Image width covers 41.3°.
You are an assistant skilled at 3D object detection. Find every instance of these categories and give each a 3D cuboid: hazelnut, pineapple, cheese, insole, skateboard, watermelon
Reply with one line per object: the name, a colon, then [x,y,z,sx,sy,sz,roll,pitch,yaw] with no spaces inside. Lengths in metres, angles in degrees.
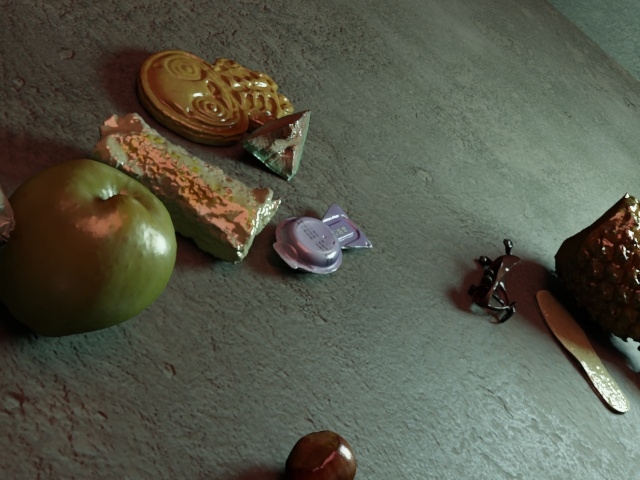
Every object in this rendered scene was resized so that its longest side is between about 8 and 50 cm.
hazelnut: [0.000,0.254,0.941,0.086,0.086,0.086,22,38,-19]
pineapple: [0.571,0.112,1.482,0.362,0.202,0.202,53,37,3]
cheese: [0.000,0.000,1.245,0.105,0.042,0.191,49,37,15]
insole: [0.438,0.183,1.428,0.081,0.011,0.248,-2,51,-42]
skateboard: [0.295,0.072,1.403,0.080,0.067,0.151,44,41,-6]
watermelon: [-0.049,-0.160,1.350,0.101,0.080,0.155,59,24,-21]

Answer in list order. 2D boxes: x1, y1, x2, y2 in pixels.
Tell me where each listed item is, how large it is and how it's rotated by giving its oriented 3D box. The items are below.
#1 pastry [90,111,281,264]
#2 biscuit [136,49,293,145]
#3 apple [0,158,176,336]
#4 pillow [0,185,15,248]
pastry: [-0.186,-0.068,1.128,0.258,0.089,0.121,28,40,-10]
biscuit: [-0.163,-0.233,1.374,0.288,0.044,0.202,-7,54,-41]
apple: [-0.253,0.008,0.901,0.200,0.200,0.200,22,38,-19]
pillow: [-0.464,-0.065,0.818,0.283,0.138,0.310,-18,50,-33]
